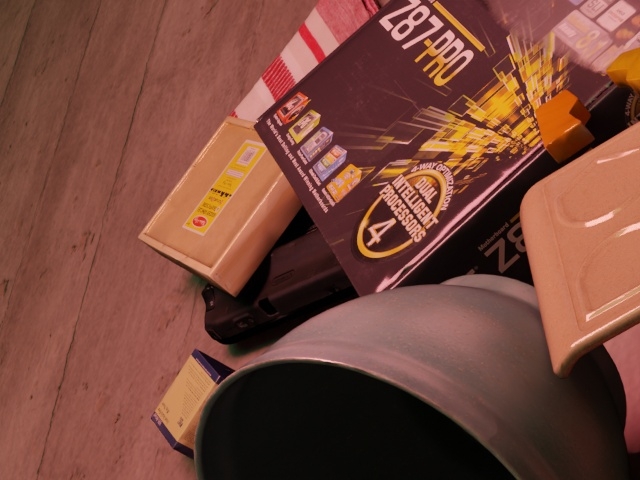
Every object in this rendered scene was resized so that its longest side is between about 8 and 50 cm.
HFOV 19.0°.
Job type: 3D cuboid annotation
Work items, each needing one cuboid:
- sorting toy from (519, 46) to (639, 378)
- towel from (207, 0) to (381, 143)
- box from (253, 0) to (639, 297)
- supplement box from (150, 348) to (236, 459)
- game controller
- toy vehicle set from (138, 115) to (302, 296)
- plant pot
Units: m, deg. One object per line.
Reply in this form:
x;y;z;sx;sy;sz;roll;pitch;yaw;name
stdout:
0.232;-0.048;1.269;0.229;0.041;0.307;-35;24;17;sorting toy
-0.043;-0.131;2.070;0.329;0.037;0.237;-51;26;16;towel
0.126;-0.104;1.605;0.318;0.097;0.395;-40;28;5;box
-0.110;0.163;1.844;0.083;0.056;0.083;-57;26;3;supplement box
0.000;0.000;1.840;0.319;0.067;0.166;-24;28;50;game controller
-0.090;-0.041;1.934;0.166;0.035;0.267;-54;21;-5;toy vehicle set
0.090;0.145;1.296;0.293;0.293;0.196;-27;13;48;plant pot
